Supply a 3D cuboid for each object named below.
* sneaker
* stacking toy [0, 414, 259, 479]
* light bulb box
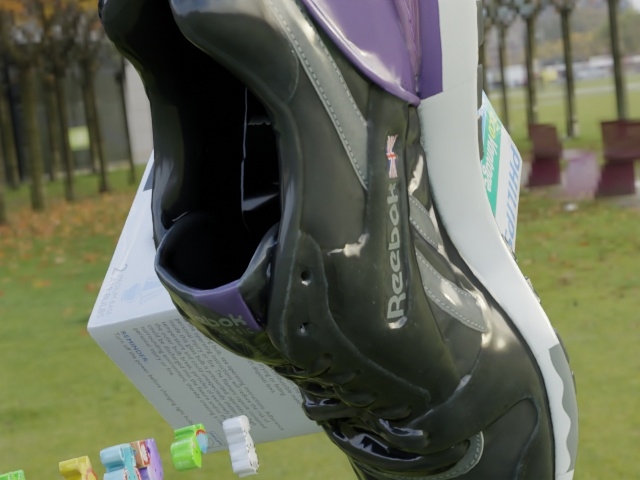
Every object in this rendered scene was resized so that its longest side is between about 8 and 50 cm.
[{"bbox_3d":[-0.002,0.016,0.450,0.107,0.283,0.124,3,29,40],"label":"sneaker"},{"bbox_3d":[-0.152,0.189,1.097,0.167,0.052,0.221,-15,-8,7],"label":"stacking toy"},{"bbox_3d":[0.000,0.000,1.440,0.361,0.225,0.357,-15,41,26],"label":"light bulb box"}]
